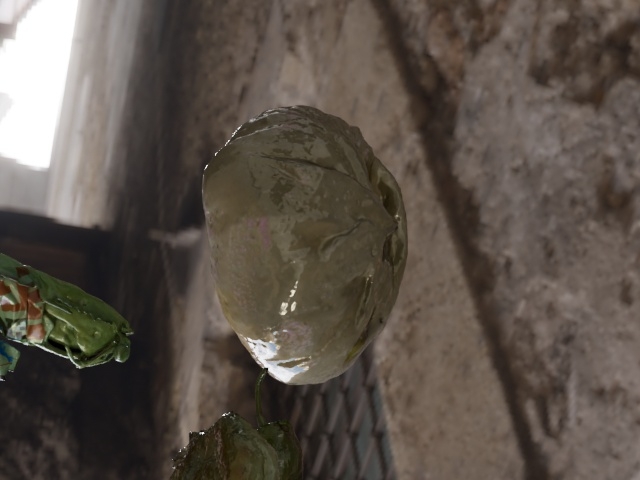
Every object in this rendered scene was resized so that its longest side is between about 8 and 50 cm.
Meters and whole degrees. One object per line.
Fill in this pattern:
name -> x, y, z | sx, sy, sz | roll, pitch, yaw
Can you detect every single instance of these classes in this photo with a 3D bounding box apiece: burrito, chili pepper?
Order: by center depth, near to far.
burrito -> -0.302, 0.056, 1.247 | 0.288, 0.104, 0.054 | 23, -169, -23
chili pepper -> -0.047, 0.251, 1.579 | 0.072, 0.073, 0.204 | 21, -131, -55

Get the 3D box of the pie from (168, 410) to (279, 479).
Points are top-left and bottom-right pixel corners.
pie -> -0.092, 0.263, 1.239 | 0.090, 0.248, 0.201 | 15, -117, -18

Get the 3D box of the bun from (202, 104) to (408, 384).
bun -> 0.000, 0.000, 1.823 | 0.219, 0.365, 0.365 | -6, -149, 16

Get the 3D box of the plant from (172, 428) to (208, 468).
plant -> -0.136, 0.260, 1.503 | 0.122, 0.104, 0.116 | -8, -130, 9
